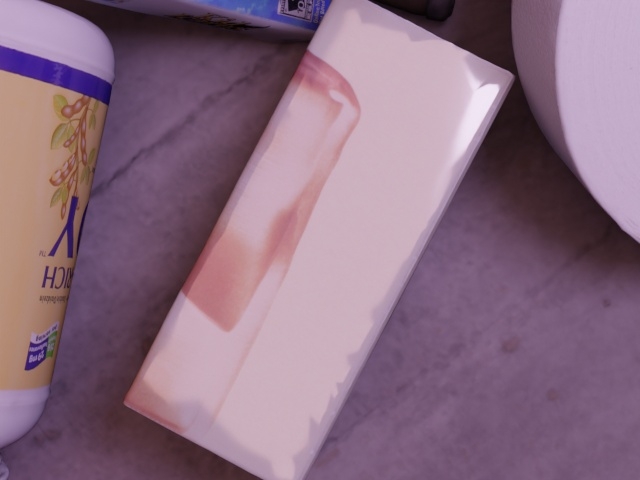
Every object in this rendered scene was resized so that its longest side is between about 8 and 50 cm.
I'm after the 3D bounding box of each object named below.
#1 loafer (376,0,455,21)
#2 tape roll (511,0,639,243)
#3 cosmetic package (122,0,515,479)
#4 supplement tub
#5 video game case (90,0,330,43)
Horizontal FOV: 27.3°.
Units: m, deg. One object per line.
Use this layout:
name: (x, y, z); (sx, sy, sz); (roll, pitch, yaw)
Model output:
loafer: (0.060, -0.264, 0.913); (0.078, 0.080, 0.220); (2, 89, 3)
tape roll: (0.305, -0.158, 0.789); (0.392, 0.072, 0.392); (-9, 127, -13)
cosmetic package: (0.000, 0.000, 0.878); (0.129, 0.153, 0.296); (28, 89, 3)
supplement tub: (-0.278, 0.001, 0.849); (0.241, 0.241, 0.331); (11, 90, 4)
video game case: (-0.088, -0.281, 0.851); (0.061, 0.244, 0.269); (2, 89, 44)
